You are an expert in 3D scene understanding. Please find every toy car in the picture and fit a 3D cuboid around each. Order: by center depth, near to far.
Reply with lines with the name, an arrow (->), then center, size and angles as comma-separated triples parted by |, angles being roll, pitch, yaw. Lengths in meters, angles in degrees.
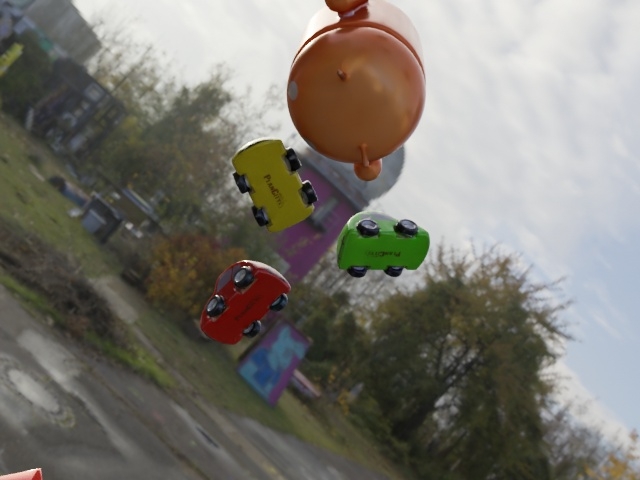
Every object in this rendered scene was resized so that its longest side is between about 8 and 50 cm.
toy car -> 0.000, 0.000, 0.815 | 0.225, 0.239, 0.053 | 1, 35, -21

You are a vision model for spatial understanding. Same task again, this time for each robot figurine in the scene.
robot figurine -> 0.034, -0.153, 0.751 | 0.128, 0.158, 0.219 | 26, 29, -11

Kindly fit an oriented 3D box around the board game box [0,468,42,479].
board game box -> -0.181, 0.186, 0.336 | 0.193, 0.147, 0.045 | -136, -136, -56
